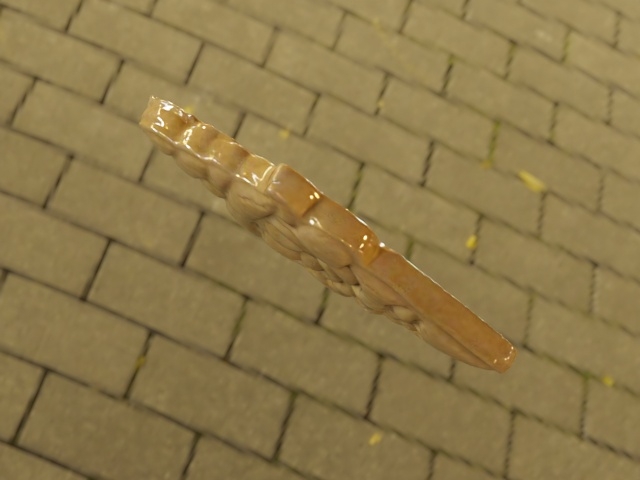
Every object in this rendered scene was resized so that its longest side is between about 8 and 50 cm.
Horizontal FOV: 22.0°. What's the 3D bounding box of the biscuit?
[{"bbox_3d":[0.000,0.000,0.911,0.250,0.035,0.162,33,-4,9],"label":"biscuit"}]
